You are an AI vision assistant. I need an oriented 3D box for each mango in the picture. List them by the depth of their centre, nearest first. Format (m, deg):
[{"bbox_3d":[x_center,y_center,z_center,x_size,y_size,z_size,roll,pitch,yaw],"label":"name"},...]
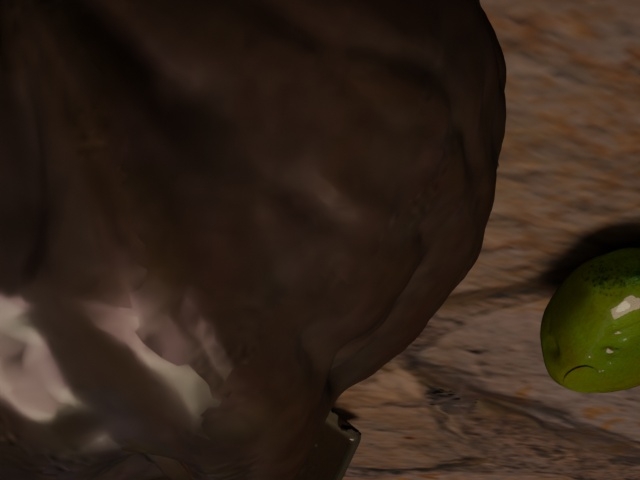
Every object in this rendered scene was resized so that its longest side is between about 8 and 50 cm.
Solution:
[{"bbox_3d":[0.144,0.037,0.766,0.073,0.056,0.108,-8,155,-2],"label":"mango"}]

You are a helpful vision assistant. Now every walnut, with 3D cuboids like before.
[{"bbox_3d":[-0.058,-0.026,0.412,0.224,0.224,0.224,-3,158,-1],"label":"walnut"}]

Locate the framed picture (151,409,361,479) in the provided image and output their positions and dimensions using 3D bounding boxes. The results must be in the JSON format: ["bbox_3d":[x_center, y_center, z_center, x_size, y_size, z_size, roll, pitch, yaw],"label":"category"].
[{"bbox_3d":[-0.072,0.162,0.866,0.020,0.211,0.289,22,170,28],"label":"framed picture"}]

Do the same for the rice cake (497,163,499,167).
[{"bbox_3d":[0.000,0.000,0.684,0.043,0.034,0.211,20,150,-28],"label":"rice cake"}]
